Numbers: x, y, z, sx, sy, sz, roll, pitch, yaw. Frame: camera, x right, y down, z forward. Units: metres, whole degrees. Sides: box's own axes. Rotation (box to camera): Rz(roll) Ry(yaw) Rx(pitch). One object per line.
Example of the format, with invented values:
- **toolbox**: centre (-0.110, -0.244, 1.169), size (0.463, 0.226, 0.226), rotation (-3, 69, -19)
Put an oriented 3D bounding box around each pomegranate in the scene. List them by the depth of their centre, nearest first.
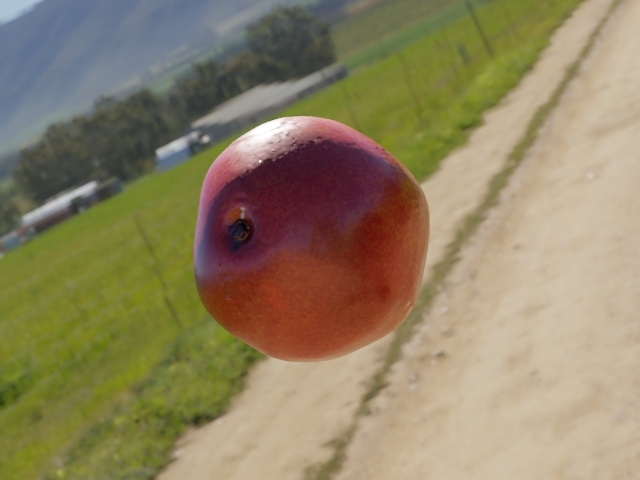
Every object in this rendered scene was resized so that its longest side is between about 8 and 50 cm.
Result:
- **pomegranate**: centre (0.000, 0.000, 1.272), size (0.221, 0.221, 0.257), rotation (-23, -10, 19)
